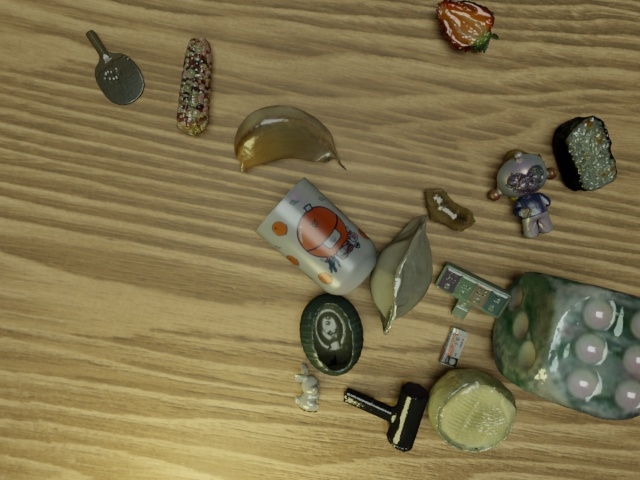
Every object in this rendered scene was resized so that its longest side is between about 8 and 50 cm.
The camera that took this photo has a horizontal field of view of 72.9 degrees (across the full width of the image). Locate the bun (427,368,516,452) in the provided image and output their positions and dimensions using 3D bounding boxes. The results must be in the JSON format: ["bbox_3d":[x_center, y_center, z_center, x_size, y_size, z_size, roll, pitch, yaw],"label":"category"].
[{"bbox_3d":[0.449,0.507,1.327,0.260,0.152,0.259,0,106,-1],"label":"bun"}]

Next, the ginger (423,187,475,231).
[{"bbox_3d":[0.392,-0.093,1.335,0.190,0.069,0.095,32,69,-3],"label":"ginger"}]

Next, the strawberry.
[{"bbox_3d":[0.433,-0.637,1.300,0.193,0.085,0.140,4,101,3],"label":"strawberry"}]

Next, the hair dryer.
[{"bbox_3d":[0.190,0.519,1.344,0.252,0.089,0.197,17,107,9],"label":"hair dryer"}]

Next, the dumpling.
[{"bbox_3d":[0.236,0.098,1.243,0.181,0.260,0.341,42,99,4],"label":"dumpling"}]

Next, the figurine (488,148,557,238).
[{"bbox_3d":[0.617,-0.137,1.318,0.194,0.133,0.274,1,107,9],"label":"figurine"}]

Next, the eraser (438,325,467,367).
[{"bbox_3d":[0.421,0.338,1.378,0.052,0.029,0.122,21,93,-3],"label":"eraser"}]

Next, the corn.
[{"bbox_3d":[-0.372,-0.453,1.281,0.092,0.092,0.280,4,89,-2],"label":"corn"}]

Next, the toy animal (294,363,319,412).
[{"bbox_3d":[-0.036,0.461,1.348,0.085,0.071,0.124,9,101,13],"label":"toy animal"}]

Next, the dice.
[{"bbox_3d":[0.720,0.284,1.229,0.331,0.348,0.327,15,91,-4],"label":"dice"}]

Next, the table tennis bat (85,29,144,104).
[{"bbox_3d":[-0.625,-0.520,1.301,0.131,0.022,0.234,-31,96,1],"label":"table tennis bat"}]

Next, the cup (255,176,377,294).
[{"bbox_3d":[0.000,0.000,1.257,0.317,0.212,0.212,42,91,-6],"label":"cup"}]

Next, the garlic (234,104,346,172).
[{"bbox_3d":[-0.086,-0.306,1.292,0.339,0.151,0.196,-3,120,-9],"label":"garlic"}]

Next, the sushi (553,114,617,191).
[{"bbox_3d":[0.798,-0.262,1.314,0.136,0.126,0.225,-22,95,-1],"label":"sushi"}]

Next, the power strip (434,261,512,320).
[{"bbox_3d":[0.457,0.173,1.344,0.216,0.061,0.145,28,112,12],"label":"power strip"}]

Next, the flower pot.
[{"bbox_3d":[0.033,0.278,1.297,0.190,0.157,0.242,-7,94,0],"label":"flower pot"}]
